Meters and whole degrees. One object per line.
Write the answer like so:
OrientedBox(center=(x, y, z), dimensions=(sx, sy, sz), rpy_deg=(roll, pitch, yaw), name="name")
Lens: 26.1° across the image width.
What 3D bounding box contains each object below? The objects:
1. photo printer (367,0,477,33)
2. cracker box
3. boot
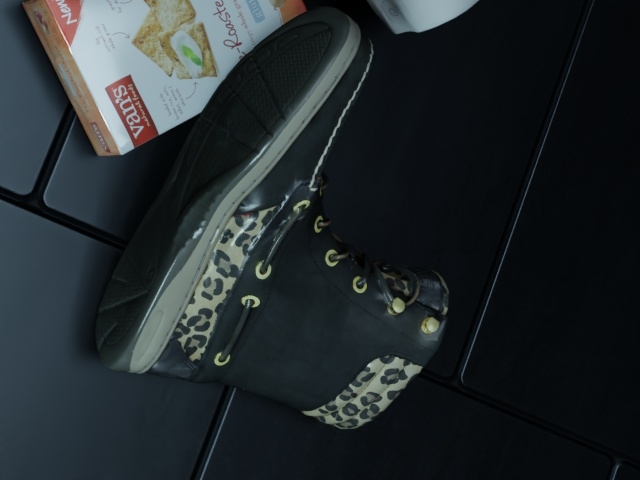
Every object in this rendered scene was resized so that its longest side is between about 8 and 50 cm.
OrientedBox(center=(0.118, -0.362, 1.322), dimensions=(0.307, 0.107, 0.256), rpy_deg=(-43, 122, -35), name="photo printer")
OrientedBox(center=(-0.131, -0.197, 1.261), dimensions=(0.232, 0.067, 0.156), rpy_deg=(-32, 108, -23), name="cracker box")
OrientedBox(center=(0.000, 0.000, 1.264), dimensions=(0.284, 0.138, 0.377), rpy_deg=(26, 103, -31), name="boot")
